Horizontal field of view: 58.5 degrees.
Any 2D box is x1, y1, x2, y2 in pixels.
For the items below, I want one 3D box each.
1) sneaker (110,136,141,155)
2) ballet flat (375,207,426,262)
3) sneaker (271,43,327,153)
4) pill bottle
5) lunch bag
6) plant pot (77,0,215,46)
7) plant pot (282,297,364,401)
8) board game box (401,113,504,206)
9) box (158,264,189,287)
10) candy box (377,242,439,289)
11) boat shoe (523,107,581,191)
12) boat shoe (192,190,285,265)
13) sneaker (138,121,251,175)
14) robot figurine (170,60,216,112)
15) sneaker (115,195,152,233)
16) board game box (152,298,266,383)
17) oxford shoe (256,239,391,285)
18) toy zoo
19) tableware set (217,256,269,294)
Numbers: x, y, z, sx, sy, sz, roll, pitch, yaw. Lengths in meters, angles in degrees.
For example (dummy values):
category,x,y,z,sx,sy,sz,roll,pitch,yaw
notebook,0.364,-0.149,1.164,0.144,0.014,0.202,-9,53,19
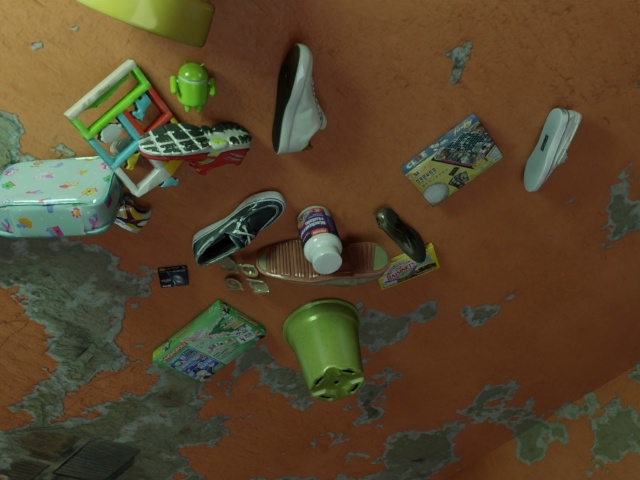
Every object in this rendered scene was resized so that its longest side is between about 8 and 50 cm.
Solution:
category,x,y,z,sx,sy,sz,roll,pitch,yaw
sneaker,-0.442,-0.229,1.380,0.134,0.070,0.051,-15,95,-36
ballet flat,0.243,-0.012,1.736,0.058,0.084,0.250,-15,138,38
sneaker,-0.037,-0.335,1.365,0.123,0.106,0.290,-5,141,-19
pill bottle,0.000,0.000,1.593,0.108,0.193,0.108,-8,131,-9
lunch bag,-0.600,-0.106,1.330,0.279,0.224,0.108,-3,127,-5
plant pot,-0.301,-0.517,1.049,0.254,0.254,0.239,14,109,-25
plant pot,0.029,0.376,1.888,0.276,0.254,0.276,-8,132,-9
board game box,0.370,-0.219,1.603,0.243,0.042,0.165,-36,130,17
box,-0.433,0.107,1.689,0.083,0.018,0.067,-5,131,-11
candy box,0.278,0.086,1.854,0.206,0.027,0.105,-23,128,5
boat shoe,0.661,-0.247,1.621,0.084,0.095,0.258,3,130,-12
boat shoe,-0.223,-0.025,1.573,0.301,0.102,0.108,-27,131,10
sneaker,-0.293,-0.205,1.362,0.279,0.107,0.118,-8,140,-34
robot figurine,-0.289,-0.350,1.297,0.101,0.067,0.115,-1,130,-17
sneaker,-0.527,-0.090,1.468,0.185,0.069,0.084,27,111,-39
board game box,-0.367,0.341,1.893,0.317,0.046,0.213,-37,128,18
oxford shoe,0.005,0.091,1.718,0.397,0.140,0.146,3,150,-5
toy zoo,-0.417,-0.236,1.318,0.192,0.030,0.293,-50,135,-19
tableware set,-0.232,0.108,1.704,0.141,0.020,0.168,5,139,21
